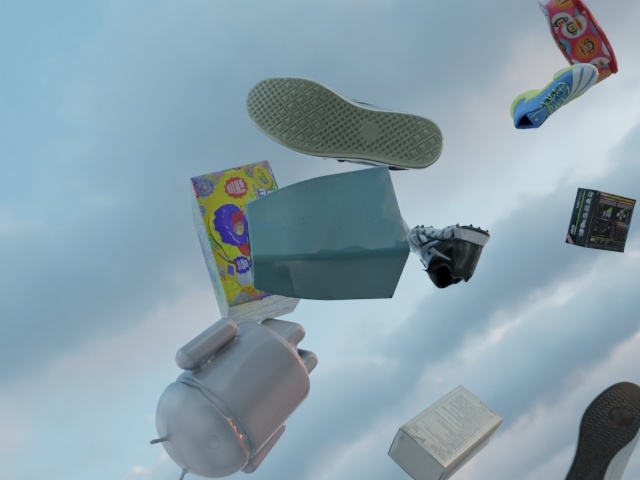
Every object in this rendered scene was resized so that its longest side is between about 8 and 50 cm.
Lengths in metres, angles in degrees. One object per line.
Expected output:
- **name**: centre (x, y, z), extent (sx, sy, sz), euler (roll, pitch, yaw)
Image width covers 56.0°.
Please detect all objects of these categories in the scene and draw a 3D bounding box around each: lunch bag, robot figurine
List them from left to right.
- **robot figurine**: centre (-0.159, 0.293, 1.123), extent (0.353, 0.200, 0.300), euler (-40, -65, -37)
- **lunch bag**: centre (0.752, -0.610, 1.777), extent (0.120, 0.258, 0.293), euler (-30, -69, 25)

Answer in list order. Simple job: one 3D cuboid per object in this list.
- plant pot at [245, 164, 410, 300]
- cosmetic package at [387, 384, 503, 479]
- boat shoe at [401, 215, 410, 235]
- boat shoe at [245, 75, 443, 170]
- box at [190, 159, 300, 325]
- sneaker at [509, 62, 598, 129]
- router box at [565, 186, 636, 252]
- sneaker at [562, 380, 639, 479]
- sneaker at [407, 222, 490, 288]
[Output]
- **plant pot**: centre (0.000, 0.000, 0.980), extent (0.234, 0.165, 0.165), euler (-6, -31, -8)
- **cosmetic package**: centre (0.347, 0.535, 1.649), extent (0.309, 0.160, 0.113), euler (-16, -46, -44)
- **boat shoe**: centre (0.220, -0.043, 1.861), extent (0.081, 0.227, 0.079), euler (-29, -30, 0)
- **boat shoe**: centre (0.056, -0.281, 1.518), extent (0.500, 0.156, 0.187), euler (13, -91, 0)
- **box**: centre (-0.166, 0.021, 1.352), extent (0.177, 0.290, 0.279), euler (-15, -16, -15)
- **sneaker**: centre (0.599, -0.354, 1.550), extent (0.091, 0.126, 0.240), euler (37, -38, -21)
- **router box**: centre (0.454, -0.032, 0.972), extent (0.122, 0.038, 0.092), euler (6, -82, -36)
- **sneaker**: centre (0.565, 0.419, 1.207), extent (0.290, 0.106, 0.123), euler (-58, -40, -7)
- **sneaker**: centre (0.204, 0.030, 1.051), extent (0.078, 0.234, 0.106), euler (17, -96, -16)
